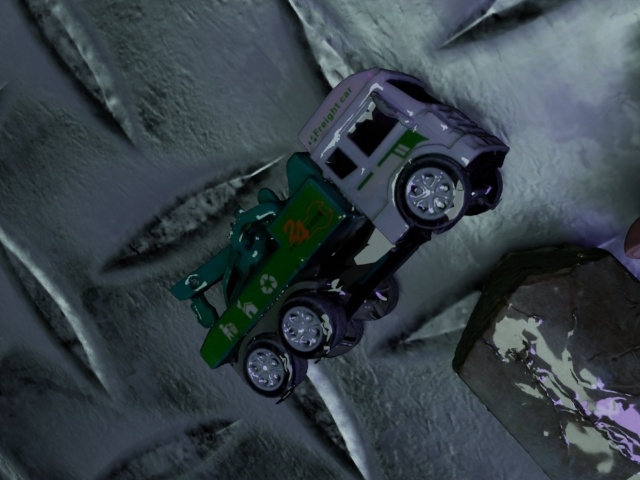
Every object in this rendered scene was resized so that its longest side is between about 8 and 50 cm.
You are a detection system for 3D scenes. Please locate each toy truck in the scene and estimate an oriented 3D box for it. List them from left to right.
[{"bbox_3d":[0.006,0.004,0.632,0.178,0.176,0.363,50,115,12],"label":"toy truck"}]

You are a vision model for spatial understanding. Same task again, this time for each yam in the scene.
[{"bbox_3d":[0.249,0.133,0.588,0.271,0.202,0.201,41,92,3],"label":"yam"}]

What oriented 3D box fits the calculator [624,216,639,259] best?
[{"bbox_3d":[0.414,-0.027,0.477,0.330,0.220,0.048,-21,55,35],"label":"calculator"}]
